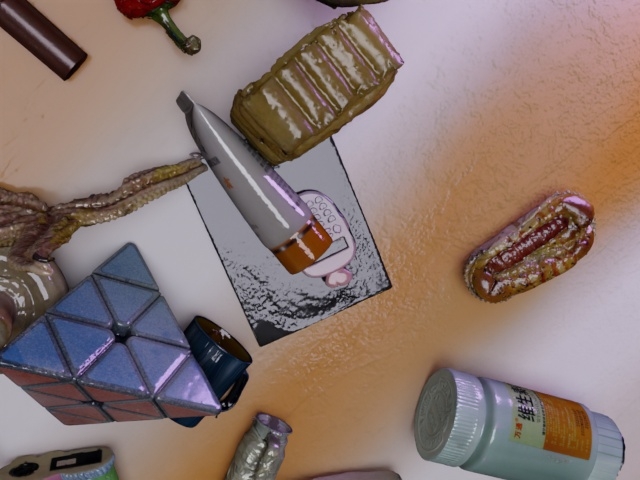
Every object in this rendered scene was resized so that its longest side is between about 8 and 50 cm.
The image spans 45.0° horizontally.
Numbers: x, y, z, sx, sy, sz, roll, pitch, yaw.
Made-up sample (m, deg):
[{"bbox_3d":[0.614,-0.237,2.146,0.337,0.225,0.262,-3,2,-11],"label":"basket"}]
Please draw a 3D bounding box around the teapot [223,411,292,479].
[{"bbox_3d":[-0.113,0.387,1.255,0.077,0.107,0.200,23,94,-10],"label":"teapot"}]

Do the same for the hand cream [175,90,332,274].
[{"bbox_3d":[-0.105,-0.094,1.143,0.089,0.139,0.314,-39,99,-9],"label":"hand cream"}]

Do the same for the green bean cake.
[{"bbox_3d":[-0.006,-0.212,1.105,0.229,0.224,0.131,-39,96,-8],"label":"green bean cake"}]

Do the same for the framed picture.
[{"bbox_3d":[-0.049,-0.017,1.245,0.244,0.013,0.324,-24,103,-6],"label":"framed picture"}]

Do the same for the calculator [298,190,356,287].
[{"bbox_3d":[0.000,0.000,1.239,0.103,0.024,0.166,-25,101,-6],"label":"calculator"}]

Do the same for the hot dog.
[{"bbox_3d":[0.351,0.016,1.295,0.252,0.069,0.131,-31,105,-3],"label":"hot dog"}]

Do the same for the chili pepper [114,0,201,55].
[{"bbox_3d":[-0.276,-0.431,1.087,0.110,0.110,0.388,-25,98,-5],"label":"chili pepper"}]

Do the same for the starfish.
[{"bbox_3d":[-0.400,-0.051,1.049,0.398,0.384,0.132,13,114,4],"label":"starfish"}]

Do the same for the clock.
[{"bbox_3d":[-0.402,0.437,1.215,0.194,0.100,0.196,-5,102,-11],"label":"clock"}]

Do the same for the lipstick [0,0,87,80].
[{"bbox_3d":[-0.484,-0.365,1.081,0.356,0.057,0.057,42,90,-14],"label":"lipstick"}]

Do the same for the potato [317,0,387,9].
[{"bbox_3d":[0.020,-0.461,1.073,0.300,0.289,0.237,7,120,-47],"label":"potato"}]

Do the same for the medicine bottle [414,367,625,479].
[{"bbox_3d":[0.333,0.326,1.301,0.318,0.158,0.158,17,96,-13],"label":"medicine bottle"}]

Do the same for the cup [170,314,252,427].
[{"bbox_3d":[-0.180,0.217,1.210,0.150,0.113,0.138,39,93,-12],"label":"cup"}]

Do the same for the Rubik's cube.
[{"bbox_3d":[-0.310,0.174,1.120,0.228,0.228,0.233,-27,111,-14],"label":"Rubik's cube"}]

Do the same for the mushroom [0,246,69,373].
[{"bbox_3d":[-0.460,0.098,1.085,0.207,0.215,0.207,-3,102,-15],"label":"mushroom"}]

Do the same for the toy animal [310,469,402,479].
[{"bbox_3d":[-0.005,0.518,1.222,0.266,0.308,0.188,9,114,-3],"label":"toy animal"}]
